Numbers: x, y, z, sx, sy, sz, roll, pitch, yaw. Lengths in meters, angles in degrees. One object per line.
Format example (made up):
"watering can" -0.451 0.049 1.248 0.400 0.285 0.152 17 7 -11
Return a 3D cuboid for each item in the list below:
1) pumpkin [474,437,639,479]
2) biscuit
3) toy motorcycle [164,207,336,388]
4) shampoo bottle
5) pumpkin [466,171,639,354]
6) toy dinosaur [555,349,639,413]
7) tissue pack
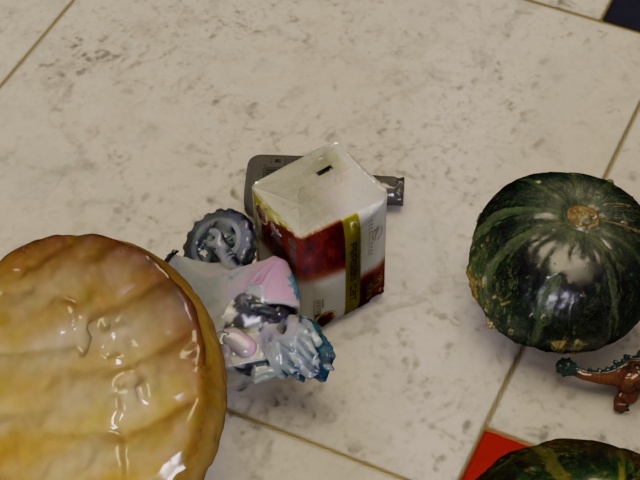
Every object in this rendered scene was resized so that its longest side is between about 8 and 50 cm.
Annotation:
"pumpkin" 0.213 0.286 1.275 0.260 0.189 0.260 1 73 -2
"biscuit" -0.215 0.140 1.393 0.296 0.102 0.296 -6 74 22
"toy motorcycle" -0.085 0.101 1.452 0.204 0.108 0.239 23 94 28
"shampoo bottle" 0.005 -0.054 1.646 0.165 0.040 0.080 2 49 2
"pumpkin" 0.231 0.021 1.506 0.190 0.146 0.190 5 35 -3
"toy dinosaur" 0.297 0.129 1.480 0.154 0.049 0.055 8 53 1
"tissue pack" 0.000 0.001 1.528 0.106 0.148 0.099 -29 55 -21
